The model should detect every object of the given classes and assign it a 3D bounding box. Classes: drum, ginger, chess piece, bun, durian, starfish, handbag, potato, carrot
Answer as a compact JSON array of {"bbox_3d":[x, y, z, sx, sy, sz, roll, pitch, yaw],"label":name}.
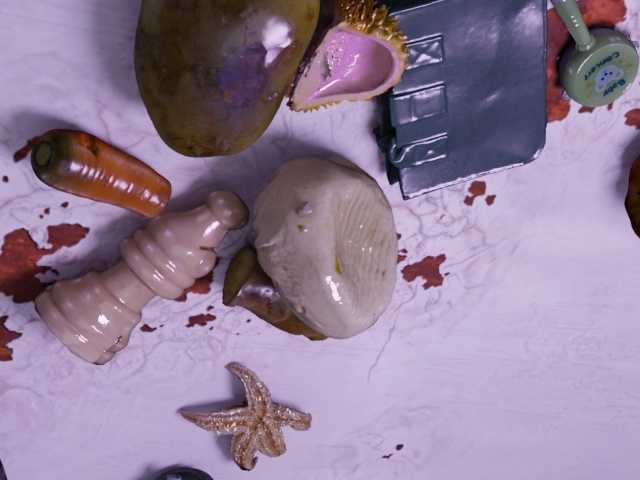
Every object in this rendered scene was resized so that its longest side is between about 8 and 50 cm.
[{"bbox_3d":[0.356,-0.276,1.705,0.253,0.049,0.130,28,113,-39],"label":"drum"},{"bbox_3d":[-0.026,0.085,1.804,0.263,0.109,0.116,14,135,-32],"label":"ginger"},{"bbox_3d":[-0.234,0.033,1.674,0.307,0.124,0.139,-39,101,6],"label":"chess piece"},{"bbox_3d":[0.000,0.000,1.681,0.160,0.259,0.259,-2,146,35],"label":"bun"},{"bbox_3d":[0.023,-0.241,1.499,0.132,0.165,0.182,-31,137,-29],"label":"durian"},{"bbox_3d":[-0.115,0.295,1.978,0.216,0.071,0.238,-16,127,-18],"label":"starfish"},{"bbox_3d":[0.189,-0.220,1.654,0.238,0.089,0.326,-17,134,-10],"label":"handbag"},{"bbox_3d":[-0.119,-0.234,1.443,0.210,0.173,0.307,5,124,-24],"label":"potato"},{"bbox_3d":[-0.284,-0.089,1.561,0.087,0.087,0.193,-48,142,19],"label":"carrot"}]

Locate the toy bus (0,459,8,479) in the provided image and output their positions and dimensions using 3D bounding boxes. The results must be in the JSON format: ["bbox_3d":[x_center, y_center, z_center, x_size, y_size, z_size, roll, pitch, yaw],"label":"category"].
[{"bbox_3d":[-0.622,0.377,1.774,0.317,0.138,0.112,-9,137,-19],"label":"toy bus"}]

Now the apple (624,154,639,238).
[{"bbox_3d":[0.586,-0.070,1.869,0.230,0.230,0.230,-12,132,-14],"label":"apple"}]

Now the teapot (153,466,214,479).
[{"bbox_3d":[-0.239,0.445,2.002,0.239,0.162,0.149,-1,126,15],"label":"teapot"}]
